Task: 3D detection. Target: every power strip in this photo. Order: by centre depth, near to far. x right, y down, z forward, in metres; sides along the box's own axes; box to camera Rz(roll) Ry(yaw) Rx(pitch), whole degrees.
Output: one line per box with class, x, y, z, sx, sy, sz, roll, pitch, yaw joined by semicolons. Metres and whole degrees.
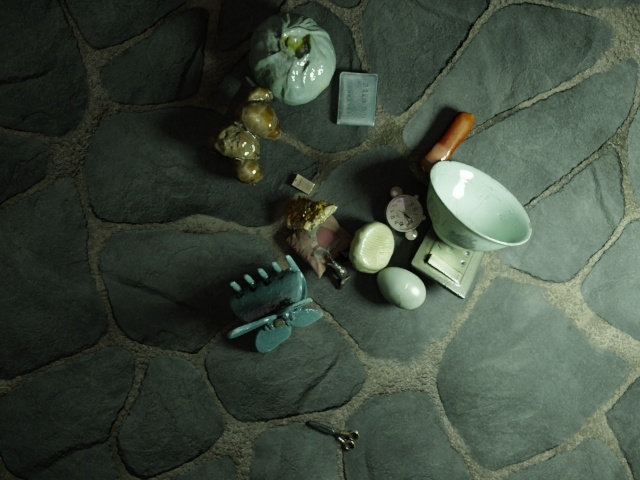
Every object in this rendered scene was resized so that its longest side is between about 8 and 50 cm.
power strip;0.511;0.076;1.651;0.257;0.092;0.251;34;61;0

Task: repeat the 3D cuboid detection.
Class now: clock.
clock;0.343;-0.112;1.676;0.156;0.063;0.229;-22;93;-2

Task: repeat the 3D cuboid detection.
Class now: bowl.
bowl;0.562;-0.095;1.573;0.435;0.434;0.196;31;134;0

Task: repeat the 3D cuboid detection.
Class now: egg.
egg;0.321;0.189;1.630;0.209;0.151;0.151;31;90;3

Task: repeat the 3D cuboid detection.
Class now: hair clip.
hair clip;-0.189;0.240;1.576;0.319;0.392;0.238;-27;63;1

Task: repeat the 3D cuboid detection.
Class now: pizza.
pizza;-0.056;-0.110;1.618;0.226;0.069;0.147;14;71;37

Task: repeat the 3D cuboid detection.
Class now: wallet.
wallet;0.152;-0.588;1.688;0.168;0.036;0.221;4;90;0

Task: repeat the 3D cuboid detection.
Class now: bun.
bun;-0.112;-0.728;1.603;0.362;0.211;0.361;0;89;-1
bun;0.192;0.027;1.635;0.223;0.128;0.222;-4;97;-33

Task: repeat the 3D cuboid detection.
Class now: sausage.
sausage;0.519;-0.398;1.664;0.089;0.083;0.300;38;93;-6

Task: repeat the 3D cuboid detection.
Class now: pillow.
pillow;0.000;0.000;1.665;0.223;0.084;0.236;44;92;-1

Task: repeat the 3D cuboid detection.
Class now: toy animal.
toy animal;0.078;0.118;1.652;0.105;0.070;0.202;-13;123;-9

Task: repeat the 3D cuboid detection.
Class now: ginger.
ginger;-0.286;-0.423;1.614;0.256;0.176;0.375;28;101;-5

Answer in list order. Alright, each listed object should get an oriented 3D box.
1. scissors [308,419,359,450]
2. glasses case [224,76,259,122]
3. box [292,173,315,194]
scissors;0.051;0.802;1.699;0.220;0.017;0.088;23;93;0
glasses case;-0.323;-0.563;1.651;0.072;0.042;0.190;42;118;6
box;-0.072;-0.233;1.695;0.083;0.024;0.053;32;90;2
